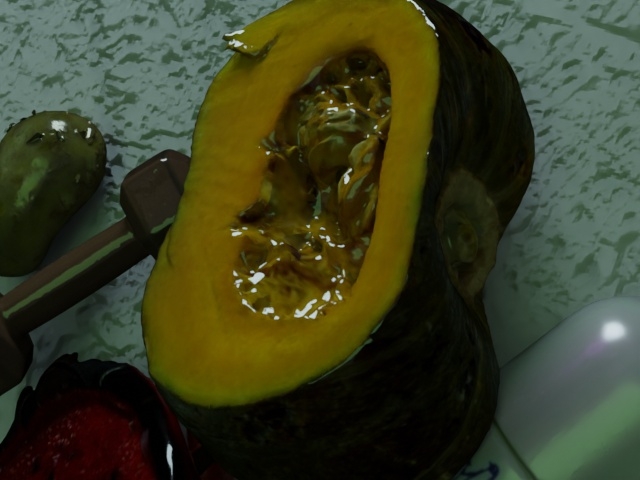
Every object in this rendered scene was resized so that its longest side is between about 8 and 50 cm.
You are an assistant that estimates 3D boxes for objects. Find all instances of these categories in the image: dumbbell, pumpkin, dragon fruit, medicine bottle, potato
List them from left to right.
[{"bbox_3d":[-0.218,-0.037,0.847,0.138,0.070,0.091,-55,45,3],"label":"potato"},{"bbox_3d":[-0.175,0.026,0.795,0.231,0.092,0.082,-32,41,2],"label":"dumbbell"},{"bbox_3d":[-0.152,0.206,0.743,0.343,0.100,0.282,-30,50,42],"label":"dragon fruit"},{"bbox_3d":[0.000,0.000,0.674,0.222,0.139,0.317,-7,61,34],"label":"pumpkin"},{"bbox_3d":[0.096,0.166,0.663,0.341,0.130,0.130,-40,70,12],"label":"medicine bottle"}]

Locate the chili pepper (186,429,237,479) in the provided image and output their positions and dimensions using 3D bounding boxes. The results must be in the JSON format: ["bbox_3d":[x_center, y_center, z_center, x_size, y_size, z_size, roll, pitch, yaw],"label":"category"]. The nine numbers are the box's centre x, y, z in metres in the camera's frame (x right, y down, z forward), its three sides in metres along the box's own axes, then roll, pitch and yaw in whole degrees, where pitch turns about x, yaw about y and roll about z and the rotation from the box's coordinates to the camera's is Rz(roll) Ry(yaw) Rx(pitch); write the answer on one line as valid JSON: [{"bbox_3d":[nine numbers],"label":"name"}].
[{"bbox_3d":[-0.064,0.160,0.767,0.088,0.065,0.168,7,89,23],"label":"chili pepper"}]
